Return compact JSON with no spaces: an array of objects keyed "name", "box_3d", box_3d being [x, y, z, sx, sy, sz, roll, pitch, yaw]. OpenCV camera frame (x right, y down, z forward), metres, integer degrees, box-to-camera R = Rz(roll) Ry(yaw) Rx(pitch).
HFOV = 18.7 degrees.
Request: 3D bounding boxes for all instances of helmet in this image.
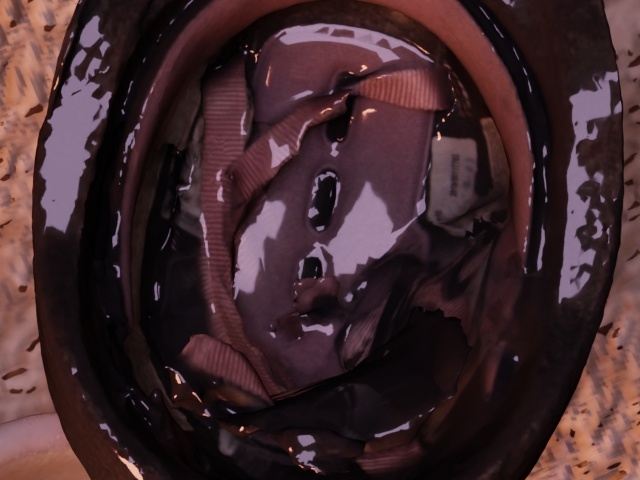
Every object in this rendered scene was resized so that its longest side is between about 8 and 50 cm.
[{"name":"helmet","box_3d":[0.000,0.000,0.687,0.198,0.154,0.253,8,62,-2]}]

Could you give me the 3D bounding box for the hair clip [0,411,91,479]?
[{"name":"hair clip","box_3d":[-0.182,0.170,0.685,0.113,0.172,0.282,21,72,21]}]
